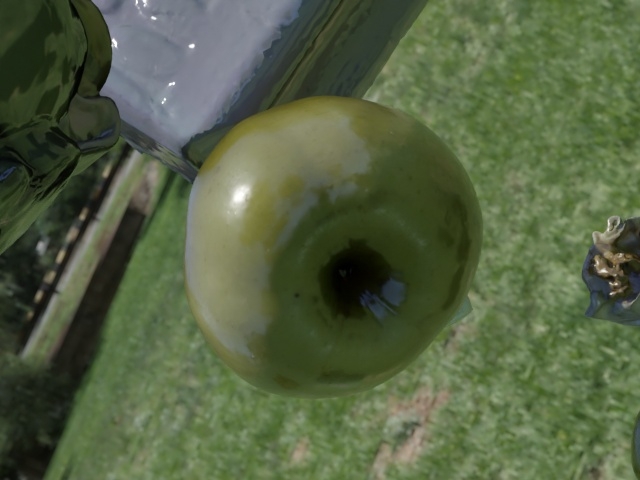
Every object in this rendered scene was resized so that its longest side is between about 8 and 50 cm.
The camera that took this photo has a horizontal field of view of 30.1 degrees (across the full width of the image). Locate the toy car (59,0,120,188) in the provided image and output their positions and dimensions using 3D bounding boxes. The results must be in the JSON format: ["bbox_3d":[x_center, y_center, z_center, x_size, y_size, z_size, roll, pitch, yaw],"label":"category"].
[{"bbox_3d":[-0.302,-0.137,0.700,0.226,0.336,0.242,-35,0,23],"label":"toy car"}]

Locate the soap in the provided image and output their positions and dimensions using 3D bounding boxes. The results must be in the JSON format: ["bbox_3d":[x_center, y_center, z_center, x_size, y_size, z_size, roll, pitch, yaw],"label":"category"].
[{"bbox_3d":[-0.089,-0.283,1.271,0.435,0.350,0.213,-53,-29,-3],"label":"soap"}]

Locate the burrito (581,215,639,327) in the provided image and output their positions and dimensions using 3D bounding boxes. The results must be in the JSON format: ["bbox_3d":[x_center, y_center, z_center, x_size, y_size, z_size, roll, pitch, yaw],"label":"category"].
[{"bbox_3d":[0.376,0.037,1.042,0.076,0.392,0.117,21,100,56],"label":"burrito"}]

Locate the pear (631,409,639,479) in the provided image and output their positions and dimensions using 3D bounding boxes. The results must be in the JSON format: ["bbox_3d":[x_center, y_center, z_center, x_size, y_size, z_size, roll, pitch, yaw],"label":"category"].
[{"bbox_3d":[0.337,0.181,1.049,0.141,0.141,0.104,-67,16,-5],"label":"pear"}]

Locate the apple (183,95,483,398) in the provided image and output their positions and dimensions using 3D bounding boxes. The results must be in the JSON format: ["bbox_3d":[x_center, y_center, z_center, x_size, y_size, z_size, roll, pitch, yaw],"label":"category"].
[{"bbox_3d":[0.000,0.000,1.012,0.262,0.262,0.262,-156,90,-81],"label":"apple"}]

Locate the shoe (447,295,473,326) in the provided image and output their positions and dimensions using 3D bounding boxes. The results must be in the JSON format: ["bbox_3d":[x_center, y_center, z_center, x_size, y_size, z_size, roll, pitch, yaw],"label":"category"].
[{"bbox_3d":[0.070,0.030,1.467,0.131,0.160,0.363,-25,4,-10],"label":"shoe"}]

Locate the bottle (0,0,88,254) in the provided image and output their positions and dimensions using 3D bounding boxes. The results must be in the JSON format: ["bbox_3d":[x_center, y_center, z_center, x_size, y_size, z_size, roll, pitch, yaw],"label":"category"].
[{"bbox_3d":[-0.219,0.014,0.337,0.347,0.168,0.168,-46,1,-22],"label":"bottle"}]
